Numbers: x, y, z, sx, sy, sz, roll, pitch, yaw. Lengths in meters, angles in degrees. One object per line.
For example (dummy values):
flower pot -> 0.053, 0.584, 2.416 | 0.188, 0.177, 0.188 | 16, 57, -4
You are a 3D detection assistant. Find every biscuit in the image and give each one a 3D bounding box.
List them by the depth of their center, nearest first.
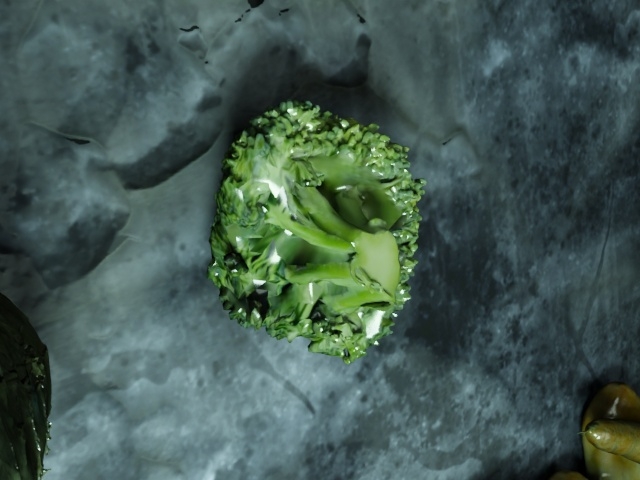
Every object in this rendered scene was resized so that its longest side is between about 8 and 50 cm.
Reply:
biscuit -> 0.417, 0.356, 1.145 | 0.291, 0.062, 0.236 | 44, 73, -34

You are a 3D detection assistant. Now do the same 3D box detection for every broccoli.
broccoli -> -0.001, 0.001, 0.701 | 0.198, 0.176, 0.226 | -16, 86, -22

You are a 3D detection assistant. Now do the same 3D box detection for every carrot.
carrot -> 0.424, 0.268, 1.060 | 0.298, 0.078, 0.078 | 23, 84, -33

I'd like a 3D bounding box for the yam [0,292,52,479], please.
yam -> -0.261, 0.125, 0.478 | 0.202, 0.271, 0.202 | 12, 98, -20
